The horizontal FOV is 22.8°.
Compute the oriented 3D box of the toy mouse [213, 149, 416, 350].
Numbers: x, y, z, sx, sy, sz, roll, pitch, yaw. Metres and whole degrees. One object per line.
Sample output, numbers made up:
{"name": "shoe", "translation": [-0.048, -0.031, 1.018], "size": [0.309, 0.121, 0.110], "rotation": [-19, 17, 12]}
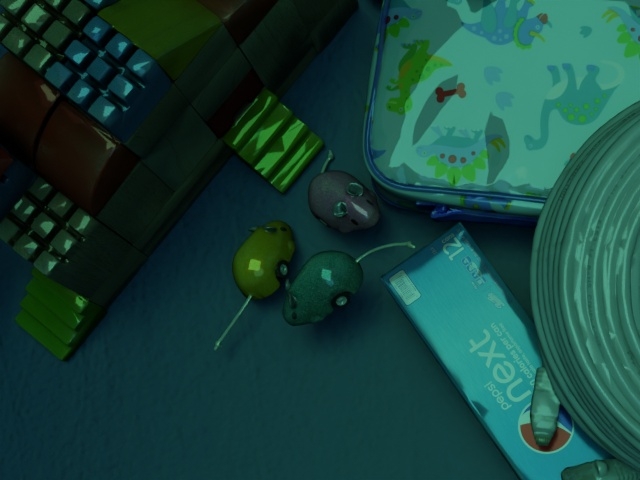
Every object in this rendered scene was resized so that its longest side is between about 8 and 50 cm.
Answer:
{"name": "toy mouse", "translation": [0.000, 0.000, 1.069], "size": [0.143, 0.031, 0.161], "rotation": [-1, 56, 43]}

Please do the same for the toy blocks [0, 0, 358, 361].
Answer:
{"name": "toy blocks", "translation": [-0.117, -0.113, 1.026], "size": [0.191, 0.261, 0.381], "rotation": [39, 87, 13]}

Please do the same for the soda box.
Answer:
{"name": "soda box", "translation": [0.127, 0.095, 1.047], "size": [0.067, 0.071, 0.210], "rotation": [-34, 77, 1]}

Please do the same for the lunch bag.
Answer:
{"name": "lunch bag", "translation": [0.140, -0.092, 1.072], "size": [0.219, 0.090, 0.176], "rotation": [5, 79, 9]}

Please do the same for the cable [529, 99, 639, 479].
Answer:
{"name": "cable", "translation": [0.255, 0.026, 0.962], "size": [0.257, 0.089, 0.257], "rotation": [-1, 84, -4]}
